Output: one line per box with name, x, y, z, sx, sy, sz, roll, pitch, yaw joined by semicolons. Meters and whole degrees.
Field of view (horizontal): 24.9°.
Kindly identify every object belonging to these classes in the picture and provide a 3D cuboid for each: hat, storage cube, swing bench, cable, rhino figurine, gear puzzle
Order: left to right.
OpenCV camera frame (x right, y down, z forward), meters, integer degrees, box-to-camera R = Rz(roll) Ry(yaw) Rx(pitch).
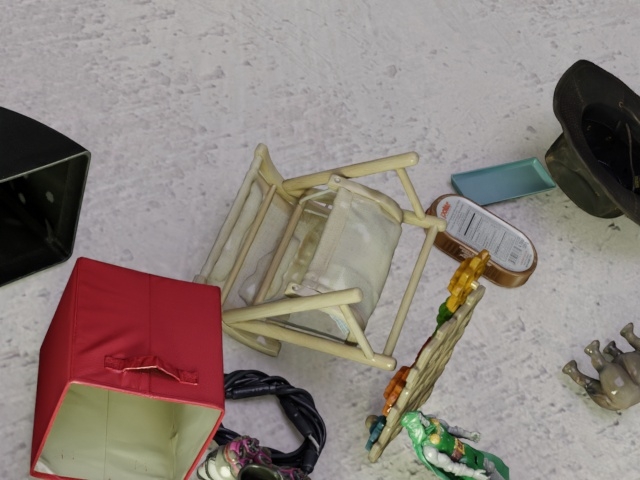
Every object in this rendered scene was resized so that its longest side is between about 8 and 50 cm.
storage cube;-0.226;0.162;1.706;0.183;0.215;0.193;13;43;-18
cable;-0.077;0.225;1.845;0.184;0.047;0.150;31;45;-2
swing bench;0.000;0.018;1.930;0.254;0.165;0.253;4;52;28
gear puzzle;0.133;0.134;1.830;0.044;0.339;0.175;34;45;13
hat;0.459;-0.130;2.367;0.331;0.134;0.331;24;51;-33
rhino figurine;0.474;0.183;2.159;0.243;0.073;0.106;-19;61;-40

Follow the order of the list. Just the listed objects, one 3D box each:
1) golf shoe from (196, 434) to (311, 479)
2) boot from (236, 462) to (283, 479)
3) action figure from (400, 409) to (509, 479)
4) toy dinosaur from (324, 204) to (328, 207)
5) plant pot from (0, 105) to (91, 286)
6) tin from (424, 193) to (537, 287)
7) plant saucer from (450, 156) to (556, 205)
golf shoe;-0.067;0.307;1.767;0.186;0.086;0.067;42;36;-23
boot;-0.008;0.359;1.689;0.246;0.161;0.083;26;46;-7
action figure;0.185;0.286;1.872;0.232;0.063;0.137;39;29;-28
toy dinosaur;0.000;0.000;2.082;0.092;0.053;0.183;-23;61;-22
plant pot;-0.421;-0.064;1.815;0.188;0.187;0.167;-23;55;-39
tin;0.246;-0.002;2.215;0.189;0.040;0.106;31;41;-2
plant saucer;0.292;-0.091;2.325;0.192;0.018;0.067;-13;61;-35
